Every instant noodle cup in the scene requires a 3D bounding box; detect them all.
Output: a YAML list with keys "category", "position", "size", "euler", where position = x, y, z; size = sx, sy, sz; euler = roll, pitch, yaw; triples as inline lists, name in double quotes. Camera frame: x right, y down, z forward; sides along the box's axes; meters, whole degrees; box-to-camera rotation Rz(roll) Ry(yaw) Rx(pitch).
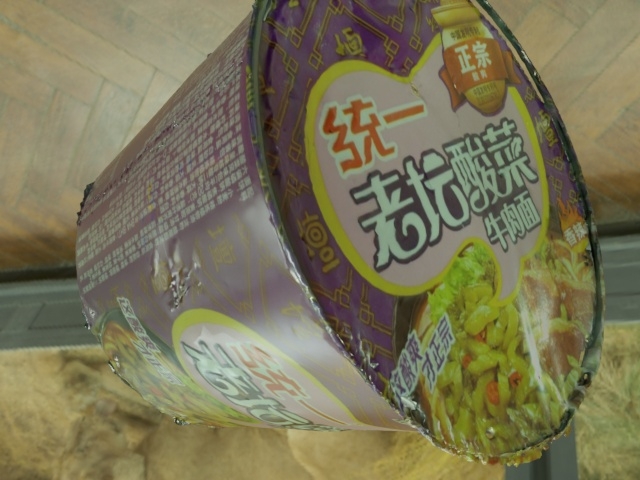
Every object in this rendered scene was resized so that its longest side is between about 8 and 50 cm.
- category: "instant noodle cup"
  position: [0.000, 0.000, 0.535]
  size: [0.266, 0.339, 0.340]
  euler: [-23, 123, 41]
